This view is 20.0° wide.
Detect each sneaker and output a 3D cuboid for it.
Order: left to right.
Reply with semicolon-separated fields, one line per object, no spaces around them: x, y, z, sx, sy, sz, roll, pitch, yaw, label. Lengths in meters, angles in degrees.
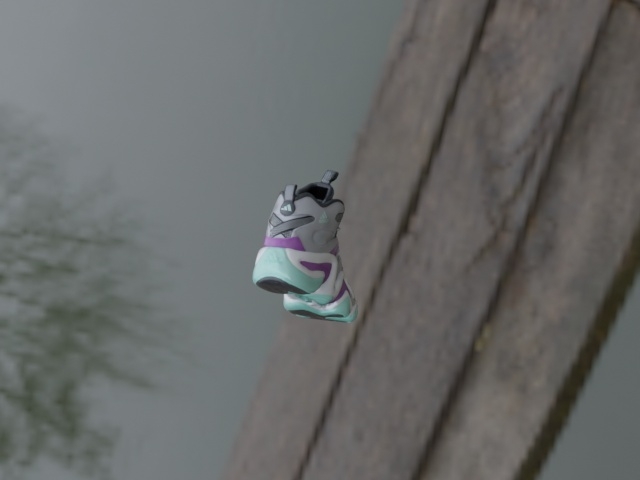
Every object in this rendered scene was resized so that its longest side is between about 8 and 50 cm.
0.000;0.000;0.887;0.098;0.038;0.069;48;-129;-69;sneaker
